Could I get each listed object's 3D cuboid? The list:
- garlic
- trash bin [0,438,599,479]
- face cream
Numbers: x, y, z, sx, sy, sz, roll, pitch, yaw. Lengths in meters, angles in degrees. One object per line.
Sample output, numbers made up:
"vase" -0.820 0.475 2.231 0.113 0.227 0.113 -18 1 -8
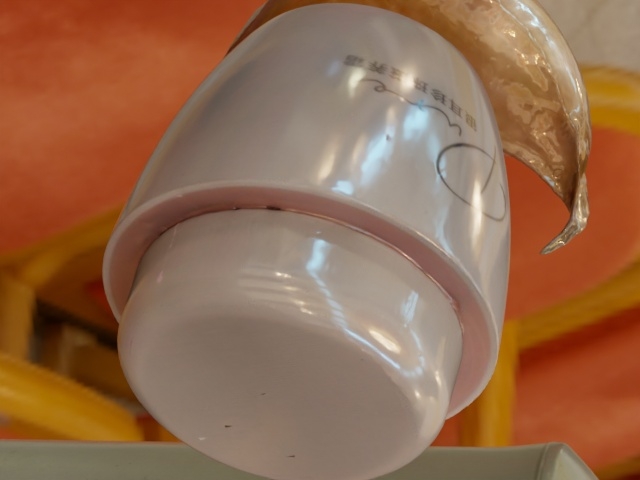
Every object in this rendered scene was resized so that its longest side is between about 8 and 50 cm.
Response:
"garlic" 0.059 -0.090 0.987 0.128 0.206 0.115 -34 134 -51
"trash bin" -0.012 0.252 1.192 0.280 0.432 0.280 2 90 -78
"face cream" 0.000 0.000 0.459 0.091 0.091 0.095 54 38 -37
